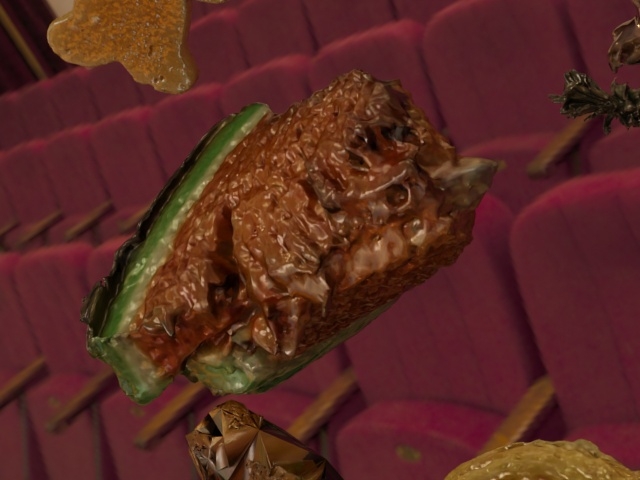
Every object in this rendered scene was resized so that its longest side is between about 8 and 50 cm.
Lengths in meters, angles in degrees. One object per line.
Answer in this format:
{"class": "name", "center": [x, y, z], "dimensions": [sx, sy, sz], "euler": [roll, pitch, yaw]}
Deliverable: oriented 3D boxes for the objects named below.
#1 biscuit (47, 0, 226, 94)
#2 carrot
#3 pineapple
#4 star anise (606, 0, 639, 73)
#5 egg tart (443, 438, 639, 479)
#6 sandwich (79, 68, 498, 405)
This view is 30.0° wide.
{"class": "biscuit", "center": [-0.139, -0.222, 0.966], "dimensions": [0.030, 0.153, 0.234], "euler": [-74, 3, -47]}
{"class": "carrot", "center": [0.008, 0.185, 0.708], "dimensions": [0.069, 0.069, 0.229], "euler": [-38, 63, -21]}
{"class": "pineapple", "center": [0.235, -0.102, 0.889], "dimensions": [0.124, 0.058, 0.058], "euler": [18, 29, 4]}
{"class": "star anise", "center": [0.200, -0.117, 0.610], "dimensions": [0.088, 0.288, 0.288], "euler": [-17, 17, -3]}
{"class": "egg tart", "center": [0.222, 0.331, 1.078], "dimensions": [0.319, 0.319, 0.128], "euler": [-22, -13, 26]}
{"class": "sandwich", "center": [0.000, 0.000, 0.846], "dimensions": [0.301, 0.162, 0.250], "euler": [-18, 38, 43]}
